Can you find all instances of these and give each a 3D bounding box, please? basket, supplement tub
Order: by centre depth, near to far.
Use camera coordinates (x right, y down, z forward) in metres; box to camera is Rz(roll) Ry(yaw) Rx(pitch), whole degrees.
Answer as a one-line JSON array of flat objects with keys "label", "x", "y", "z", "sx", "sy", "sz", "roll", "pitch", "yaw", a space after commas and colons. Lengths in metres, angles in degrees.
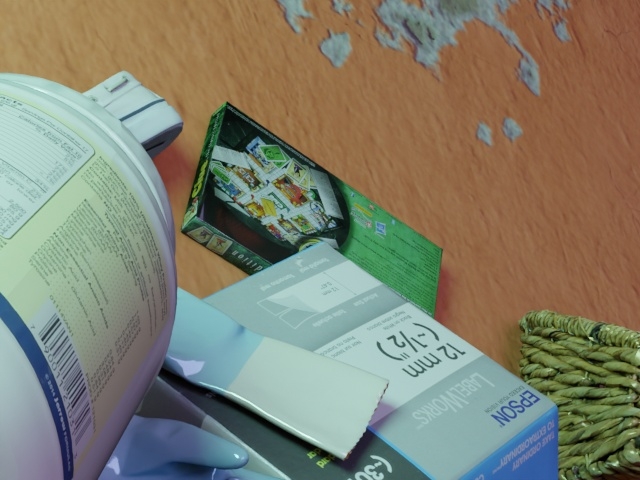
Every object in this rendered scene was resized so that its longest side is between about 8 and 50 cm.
[{"label": "supplement tub", "x": -0.206, "y": 0.048, "z": 0.762, "sx": 0.235, "sy": 0.235, "sz": 0.325, "roll": 49, "pitch": 19, "yaw": -10}, {"label": "basket", "x": 0.342, "y": 0.180, "z": 1.382, "sx": 0.299, "sy": 0.213, "sz": 0.223, "roll": 34, "pitch": 47, "yaw": -26}]

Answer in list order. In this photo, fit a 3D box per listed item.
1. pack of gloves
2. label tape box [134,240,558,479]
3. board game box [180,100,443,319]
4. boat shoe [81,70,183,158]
[{"label": "pack of gloves", "x": -0.091, "y": 0.093, "z": 0.957, "sx": 0.232, "sy": 0.046, "sz": 0.195, "roll": 23, "pitch": 42, "yaw": 11}, {"label": "label tape box", "x": 0.045, "y": 0.162, "z": 1.061, "sx": 0.347, "sy": 0.115, "sz": 0.249, "roll": 33, "pitch": 34, "yaw": 25}, {"label": "board game box", "x": 0.000, "y": 0.000, "z": 1.302, "sx": 0.259, "sy": 0.030, "sz": 0.136, "roll": 34, "pitch": 44, "yaw": -25}, {"label": "boat shoe", "x": -0.193, "y": -0.071, "z": 1.131, "sx": 0.076, "sy": 0.083, "sz": 0.226, "roll": 46, "pitch": 29, "yaw": 5}]
